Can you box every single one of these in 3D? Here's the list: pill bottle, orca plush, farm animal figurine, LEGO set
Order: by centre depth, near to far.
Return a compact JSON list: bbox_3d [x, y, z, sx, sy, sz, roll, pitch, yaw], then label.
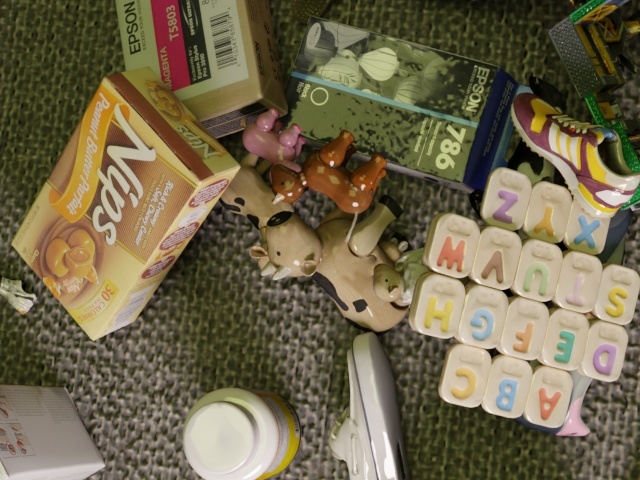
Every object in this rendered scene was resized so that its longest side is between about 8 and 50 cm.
[{"bbox_3d":[0.436,-0.193,1.475,0.255,0.192,0.331,-43,68,40],"label":"LEGO set"},{"bbox_3d":[-0.098,0.240,1.518,0.117,0.215,0.117,-1,82,10],"label":"pill bottle"},{"bbox_3d":[0.000,0.000,1.528,0.327,0.330,0.172,43,78,-16],"label":"farm animal figurine"},{"bbox_3d":[0.236,-0.065,1.531,0.102,0.151,0.287,7,82,11],"label":"orca plush"}]

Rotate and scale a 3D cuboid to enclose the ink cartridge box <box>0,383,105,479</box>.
[{"bbox_3d":[-0.457,0.297,1.528,0.272,0.309,0.130,-31,78,5],"label":"ink cartridge box"}]

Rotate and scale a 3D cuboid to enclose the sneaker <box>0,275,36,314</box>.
[{"bbox_3d":[-0.425,0.064,1.700,0.083,0.032,0.037,41,77,8],"label":"sneaker"}]

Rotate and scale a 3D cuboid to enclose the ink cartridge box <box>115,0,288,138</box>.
[{"bbox_3d":[-0.160,-0.255,1.633,0.193,0.088,0.234,-16,74,20],"label":"ink cartridge box"}]

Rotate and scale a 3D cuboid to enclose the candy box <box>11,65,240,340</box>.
[{"bbox_3d":[-0.255,-0.042,1.572,0.183,0.087,0.316,47,125,12],"label":"candy box"}]

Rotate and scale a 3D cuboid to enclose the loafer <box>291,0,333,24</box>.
[{"bbox_3d":[0.010,-0.359,1.665,0.056,0.050,0.148,32,105,16],"label":"loafer"}]

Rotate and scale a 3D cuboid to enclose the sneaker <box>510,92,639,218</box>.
[{"bbox_3d":[0.301,-0.118,1.438,0.185,0.069,0.084,51,138,17],"label":"sneaker"}]

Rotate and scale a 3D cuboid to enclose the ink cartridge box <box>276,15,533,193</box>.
[{"bbox_3d":[0.119,-0.170,1.613,0.333,0.065,0.165,16,85,11],"label":"ink cartridge box"}]

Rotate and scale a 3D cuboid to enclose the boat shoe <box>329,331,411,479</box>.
[{"bbox_3d":[0.055,0.249,1.542,0.088,0.096,0.267,-8,101,16],"label":"boat shoe"}]

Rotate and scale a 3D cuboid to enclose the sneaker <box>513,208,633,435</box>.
[{"bbox_3d":[0.329,0.091,1.532,0.131,0.112,0.319,27,87,-10],"label":"sneaker"}]

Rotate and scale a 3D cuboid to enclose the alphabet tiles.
[{"bbox_3d":[0.241,0.067,1.431,0.284,0.021,0.278,16,86,-21],"label":"alphabet tiles"}]
